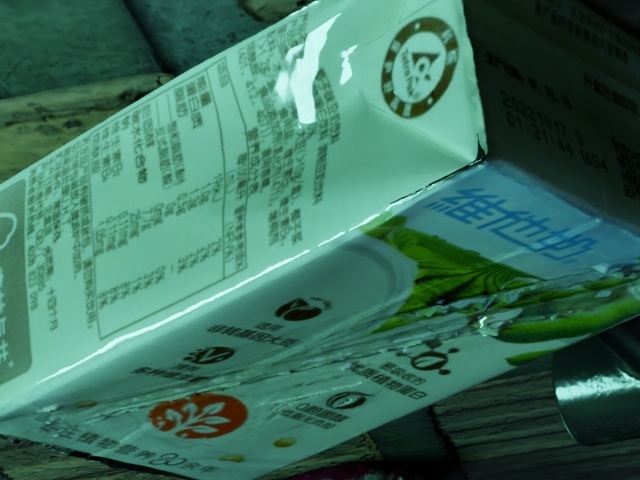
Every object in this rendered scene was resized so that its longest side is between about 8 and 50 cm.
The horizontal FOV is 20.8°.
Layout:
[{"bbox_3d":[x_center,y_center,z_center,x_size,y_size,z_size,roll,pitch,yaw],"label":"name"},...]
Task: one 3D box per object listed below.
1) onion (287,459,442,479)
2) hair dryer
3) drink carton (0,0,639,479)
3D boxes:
[{"bbox_3d":[0.024,0.272,1.379,0.206,0.216,0.207,21,137,-18],"label":"onion"},{"bbox_3d":[0.202,0.045,1.059,0.196,0.078,0.248,-16,147,33],"label":"hair dryer"},{"bbox_3d":[-0.001,0.000,0.830,0.325,0.132,0.194,-26,149,34],"label":"drink carton"}]
